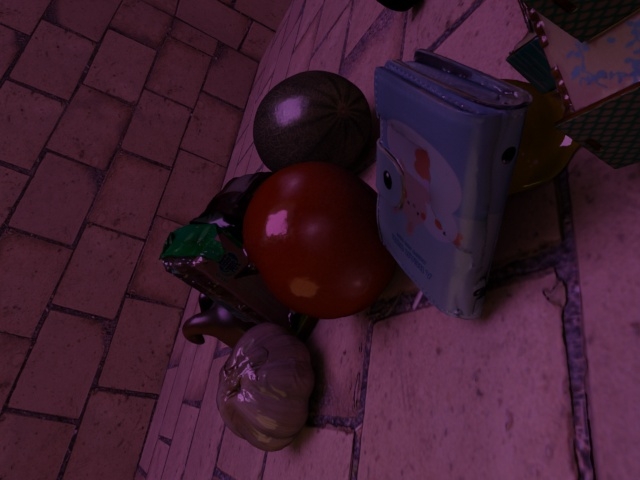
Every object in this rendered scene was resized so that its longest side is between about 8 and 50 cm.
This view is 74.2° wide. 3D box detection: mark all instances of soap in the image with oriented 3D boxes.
[{"bbox_3d":[-0.180,0.082,0.853,0.218,0.273,0.098,-2,53,40],"label":"soap"}]

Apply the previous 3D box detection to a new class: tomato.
[{"bbox_3d":[0.000,0.000,0.665,0.224,0.256,0.256,-45,29,17],"label":"tomato"}]

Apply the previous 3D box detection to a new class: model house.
[{"bbox_3d":[0.247,-0.167,0.322,0.178,0.271,0.206,-27,83,57],"label":"model house"}]

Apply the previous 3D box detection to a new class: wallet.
[{"bbox_3d":[0.124,-0.053,0.450,0.176,0.075,0.250,-126,21,-46],"label":"wallet"}]

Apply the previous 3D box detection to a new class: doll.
[{"bbox_3d":[-0.217,0.149,1.143,0.318,0.209,0.340,-22,45,18],"label":"doll"}]

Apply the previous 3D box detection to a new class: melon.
[{"bbox_3d":[-0.022,-0.245,0.930,0.301,0.237,0.237,-2,69,61],"label":"melon"}]

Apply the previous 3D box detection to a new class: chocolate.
[{"bbox_3d":[-0.136,-0.044,0.972,0.283,0.283,0.186,-24,43,61],"label":"chocolate"}]

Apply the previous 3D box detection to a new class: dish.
[{"bbox_3d":[0.187,-0.125,0.494,0.207,0.080,0.149,8,86,54],"label":"dish"}]

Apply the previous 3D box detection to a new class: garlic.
[{"bbox_3d":[-0.108,0.263,0.783,0.228,0.152,0.228,-21,64,53],"label":"garlic"}]

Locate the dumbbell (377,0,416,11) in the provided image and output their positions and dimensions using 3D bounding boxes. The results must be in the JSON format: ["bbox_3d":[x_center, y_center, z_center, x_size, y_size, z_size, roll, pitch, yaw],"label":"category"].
[{"bbox_3d":[0.193,-0.597,0.847,0.218,0.152,0.152,-33,42,56],"label":"dumbbell"}]

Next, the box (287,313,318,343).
[{"bbox_3d":[-0.035,0.141,0.903,0.193,0.030,0.121,-61,24,20],"label":"box"}]
